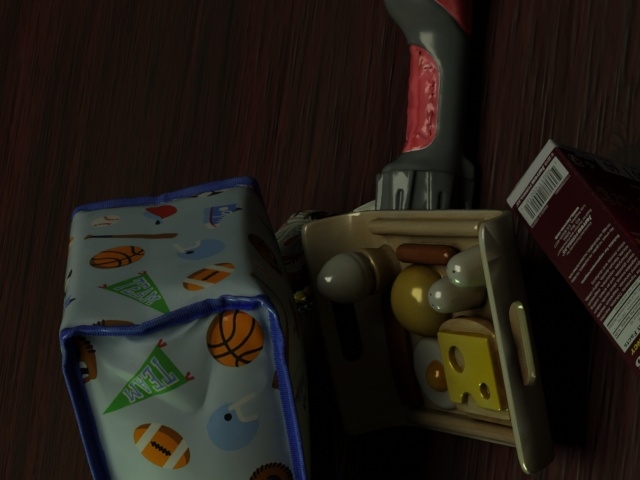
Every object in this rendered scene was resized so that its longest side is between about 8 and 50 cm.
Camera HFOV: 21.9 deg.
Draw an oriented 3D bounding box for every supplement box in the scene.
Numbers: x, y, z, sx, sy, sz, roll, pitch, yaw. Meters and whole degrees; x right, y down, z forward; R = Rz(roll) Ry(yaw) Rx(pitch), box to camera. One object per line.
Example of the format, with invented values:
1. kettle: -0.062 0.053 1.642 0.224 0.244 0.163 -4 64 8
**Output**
1. supplement box: 0.267 0.025 1.345 0.073 0.130 0.239 -56 42 25

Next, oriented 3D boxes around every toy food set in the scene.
1. toy food set: 0.088 0.087 1.497 0.306 0.092 0.220 3 106 61

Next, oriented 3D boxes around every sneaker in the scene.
1. sneaker: 0.000 0.000 1.735 0.225 0.088 0.093 -28 57 45

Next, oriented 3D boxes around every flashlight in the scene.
1. flashlight: 0.099 -0.154 1.640 0.103 0.103 0.304 -7 73 51

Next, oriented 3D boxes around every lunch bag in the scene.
1. lunch bag: -0.105 0.175 1.597 0.328 0.239 0.385 -99 0 -69
